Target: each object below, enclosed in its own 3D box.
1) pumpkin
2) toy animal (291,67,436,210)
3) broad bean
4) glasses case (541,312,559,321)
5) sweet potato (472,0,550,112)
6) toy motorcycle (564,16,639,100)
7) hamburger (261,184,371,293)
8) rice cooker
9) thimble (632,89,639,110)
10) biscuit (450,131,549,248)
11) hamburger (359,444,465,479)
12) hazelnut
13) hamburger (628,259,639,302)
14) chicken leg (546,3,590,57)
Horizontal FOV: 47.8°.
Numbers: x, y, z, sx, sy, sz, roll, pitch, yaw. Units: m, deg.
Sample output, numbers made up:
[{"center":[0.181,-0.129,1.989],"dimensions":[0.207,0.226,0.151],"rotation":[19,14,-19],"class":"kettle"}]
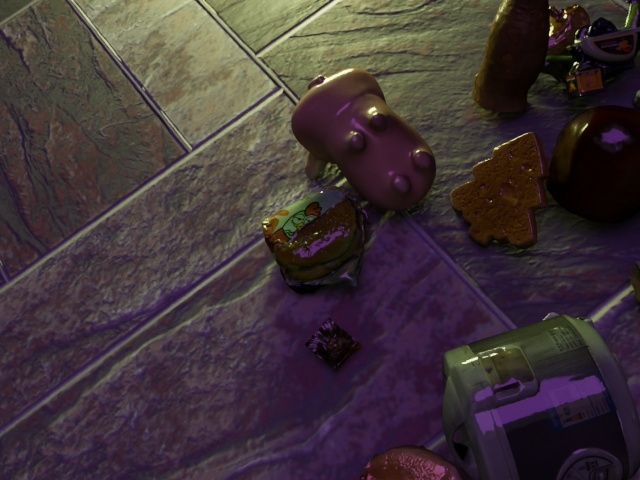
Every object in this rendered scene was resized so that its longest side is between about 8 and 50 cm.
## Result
[{"center":[0.024,0.199,1.374],"dimensions":[0.083,0.054,0.074],"rotation":[38,81,21],"class":"pumpkin"},{"center":[0.092,-0.204,1.475],"dimensions":[0.237,0.269,0.326],"rotation":[-40,95,-8],"class":"toy animal"},{"center":[0.594,-0.411,1.529],"dimensions":[0.292,0.049,0.144],"rotation":[-43,95,-7],"class":"broad bean"},{"center":[0.410,0.167,1.321],"dimensions":[0.032,0.021,0.083],"rotation":[37,76,28],"class":"glasses case"},{"center":[0.393,-0.395,1.431],"dimensions":[0.131,0.337,0.131],"rotation":[2,53,-3],"class":"sweet potato"},{"center":[0.623,-0.381,1.464],"dimensions":[0.263,0.091,0.157],"rotation":[-12,95,-6],"class":"toy motorcycle"},{"center":[0.002,0.003,1.432],"dimensions":[0.214,0.125,0.235],"rotation":[-30,47,8],"class":"hamburger"},{"center":[0.331,0.273,1.140],"dimensions":[0.276,0.288,0.288],"rotation":[-17,62,2],"class":"rice cooker"},{"center":[0.699,-0.202,1.340],"dimensions":[0.157,0.217,0.246],"rotation":[-17,39,0],"class":"thimble"},{"center":[0.362,-0.098,1.400],"dimensions":[0.212,0.041,0.239],"rotation":[38,108,41],"class":"biscuit"},{"center":[0.148,0.443,1.192],"dimensions":[0.213,0.108,0.214],"rotation":[-5,62,10],"class":"hamburger"},{"center":[0.539,-0.143,1.335],"dimensions":[0.229,0.229,0.230],"rotation":[-5,63,10],"class":"hazelnut"},{"center":[0.642,0.110,1.237],"dimensions":[0.155,0.135,0.208],"rotation":[-14,64,7],"class":"hamburger"},{"center":[0.495,-0.437,1.570],"dimensions":[0.207,0.085,0.101],"rotation":[-44,95,-4],"class":"chicken leg"}]
